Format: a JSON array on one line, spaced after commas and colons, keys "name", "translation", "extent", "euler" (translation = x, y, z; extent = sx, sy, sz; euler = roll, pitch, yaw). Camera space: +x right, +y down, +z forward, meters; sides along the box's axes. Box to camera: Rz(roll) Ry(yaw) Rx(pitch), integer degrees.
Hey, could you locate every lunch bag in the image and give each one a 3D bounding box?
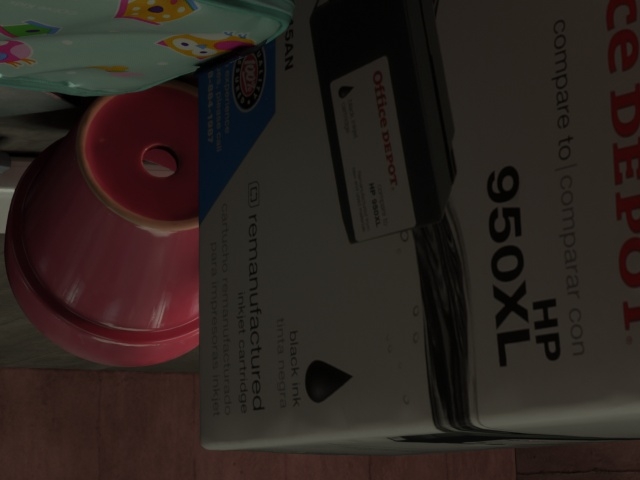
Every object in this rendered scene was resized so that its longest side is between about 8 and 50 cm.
[{"name": "lunch bag", "translation": [-0.159, -0.137, 0.674], "extent": [0.279, 0.108, 0.224], "euler": [7, 167, -38]}]

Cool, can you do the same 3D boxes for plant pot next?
[{"name": "plant pot", "translation": [-0.137, -0.026, 1.116], "extent": [0.201, 0.201, 0.180], "euler": [2, 153, -18]}]

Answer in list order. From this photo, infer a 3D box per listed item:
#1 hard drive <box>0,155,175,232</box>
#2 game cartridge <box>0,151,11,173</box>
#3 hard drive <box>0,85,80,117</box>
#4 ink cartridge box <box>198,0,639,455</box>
[{"name": "hard drive", "translation": [-0.172, -0.039, 1.402], "extent": [0.307, 0.040, 0.203], "euler": [1, 169, -14]}, {"name": "game cartridge", "translation": [-0.310, -0.068, 1.224], "extent": [0.083, 0.017, 0.056], "euler": [5, 171, -32]}, {"name": "hard drive", "translation": [-0.258, -0.110, 1.051], "extent": [0.135, 0.022, 0.094], "euler": [-5, 169, 20]}, {"name": "ink cartridge box", "translation": [0.102, -0.036, 0.771], "extent": [0.166, 0.285, 0.395], "euler": [7, 166, -36]}]
